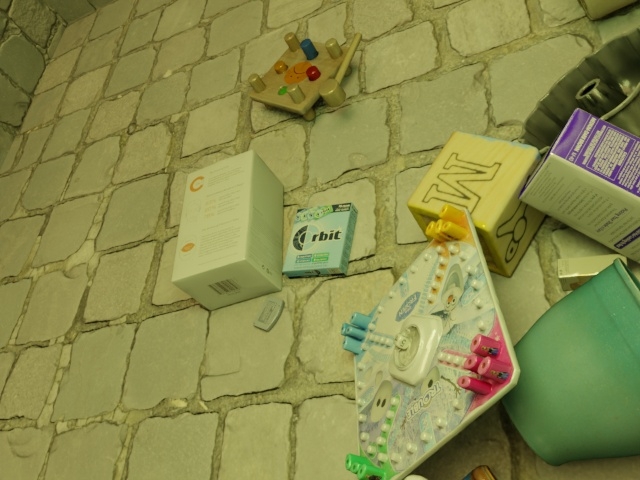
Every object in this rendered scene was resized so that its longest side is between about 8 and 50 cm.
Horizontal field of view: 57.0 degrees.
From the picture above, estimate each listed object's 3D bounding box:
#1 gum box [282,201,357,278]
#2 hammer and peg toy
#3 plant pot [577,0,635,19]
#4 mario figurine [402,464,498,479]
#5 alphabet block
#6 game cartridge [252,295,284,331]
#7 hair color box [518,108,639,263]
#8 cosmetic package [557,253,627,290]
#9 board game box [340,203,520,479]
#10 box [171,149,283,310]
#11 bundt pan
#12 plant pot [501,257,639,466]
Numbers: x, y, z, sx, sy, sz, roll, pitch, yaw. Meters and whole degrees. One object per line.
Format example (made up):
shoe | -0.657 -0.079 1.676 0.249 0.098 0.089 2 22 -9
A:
gum box | 0.000 0.000 1.435 0.157 0.041 0.184 -5 55 29
hammer and peg toy | -0.020 -0.481 1.732 0.361 0.127 0.266 25 72 40
plant pot | 0.706 -0.675 1.320 0.306 0.334 0.333 -28 47 26
mario figurine | 0.159 0.492 0.906 0.321 0.170 0.198 -34 49 4
alphabet block | 0.325 -0.075 1.190 0.193 0.192 0.197 22 71 42
game cartridge | -0.121 0.174 1.405 0.056 0.017 0.083 13 66 41
hair color box | 0.523 -0.060 0.968 0.339 0.185 0.110 32 75 12
cosmetic package | 0.498 0.059 1.076 0.115 0.060 0.041 -8 57 29
board game box | 0.150 0.182 1.012 0.390 0.050 0.390 -54 21 33
box | -0.227 -0.028 1.508 0.215 0.168 0.345 -17 52 21
bundt pan | 0.556 -0.253 1.146 0.331 0.124 0.331 -45 13 14
plant pot | 0.419 0.206 0.899 0.255 0.272 0.271 -36 45 24
